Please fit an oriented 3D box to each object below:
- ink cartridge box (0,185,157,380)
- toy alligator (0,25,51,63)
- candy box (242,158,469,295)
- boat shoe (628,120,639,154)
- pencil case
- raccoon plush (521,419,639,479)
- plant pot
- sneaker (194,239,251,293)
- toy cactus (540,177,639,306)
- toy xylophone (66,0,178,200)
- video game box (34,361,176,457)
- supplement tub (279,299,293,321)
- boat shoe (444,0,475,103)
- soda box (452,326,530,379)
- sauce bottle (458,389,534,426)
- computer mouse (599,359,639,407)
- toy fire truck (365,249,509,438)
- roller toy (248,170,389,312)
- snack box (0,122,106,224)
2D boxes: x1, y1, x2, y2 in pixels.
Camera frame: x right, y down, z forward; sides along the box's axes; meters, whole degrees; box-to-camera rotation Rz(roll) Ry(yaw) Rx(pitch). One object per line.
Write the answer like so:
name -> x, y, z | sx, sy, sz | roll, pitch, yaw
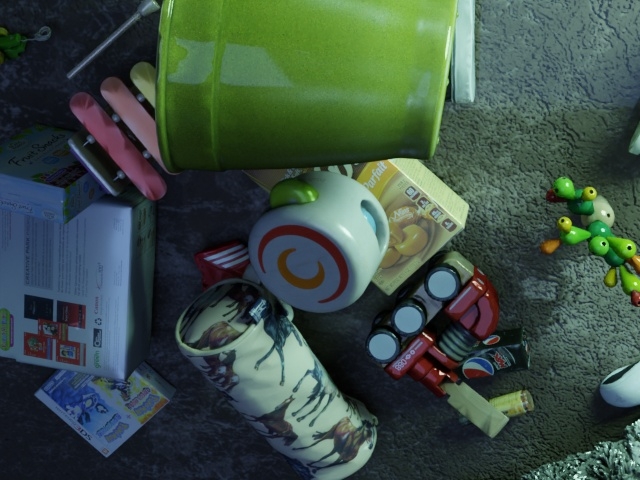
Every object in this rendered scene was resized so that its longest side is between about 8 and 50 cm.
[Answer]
ink cartridge box -> -0.430, 0.055, 1.883 | 0.271, 0.130, 0.309 | 9, 107, 9
toy alligator -> -0.513, -0.312, 1.797 | 0.189, 0.056, 0.051 | -6, 156, 14
candy box -> 0.056, -0.083, 1.747 | 0.316, 0.087, 0.183 | 40, 118, -8
boat shoe -> 0.530, -0.215, 1.570 | 0.079, 0.095, 0.254 | 25, 119, 2
pencil case -> -0.058, 0.234, 1.830 | 0.183, 0.160, 0.410 | -42, 125, -8
raccoon plush -> 0.445, 0.379, 1.870 | 0.446, 0.299, 0.216 | 14, 140, 42
plant pot -> -0.003, -0.246, 1.475 | 0.353, 0.366, 0.366 | 9, 117, 3
sneaker -> -0.185, 0.087, 1.902 | 0.128, 0.087, 0.221 | 43, 105, 1
toy cactus -> 0.408, -0.010, 1.647 | 0.219, 0.180, 0.112 | 43, 117, -8
toy xylophone -> -0.259, -0.228, 1.716 | 0.236, 0.081, 0.323 | 43, 96, -12
video game box -> -0.401, 0.282, 2.055 | 0.187, 0.048, 0.205 | 42, 117, -10
supplement tub -> -0.102, 0.145, 1.904 | 0.071, 0.071, 0.107 | 38, 118, -6
boat shoe -> 0.170, -0.341, 1.594 | 0.102, 0.108, 0.301 | 1, 122, 11
soda box -> 0.262, 0.193, 1.847 | 0.169, 0.060, 0.053 | -11, 112, 19
sauce bottle -> 0.300, 0.291, 1.897 | 0.128, 0.042, 0.042 | -21, 109, 23
computer mouse -> 0.545, 0.223, 1.805 | 0.193, 0.042, 0.106 | -38, 103, 26
toy fire truck -> 0.219, 0.172, 1.762 | 0.246, 0.158, 0.217 | 41, 105, -2
roller toy -> 0.000, 0.000, 1.670 | 0.191, 0.146, 0.209 | 30, 132, 3
snack box -> -0.434, -0.111, 1.773 | 0.174, 0.207, 0.070 | 14, 117, 15
